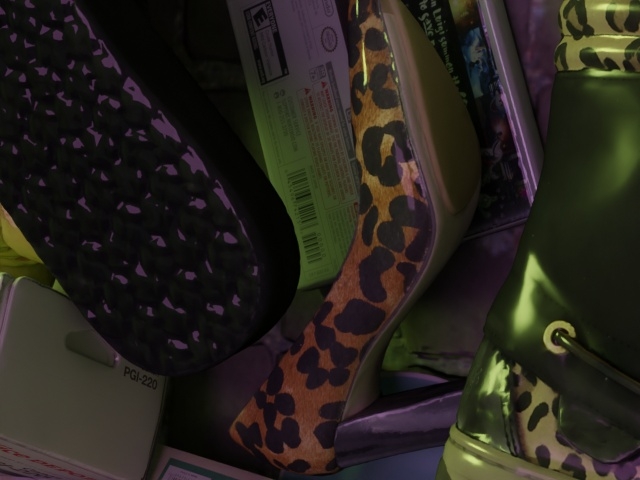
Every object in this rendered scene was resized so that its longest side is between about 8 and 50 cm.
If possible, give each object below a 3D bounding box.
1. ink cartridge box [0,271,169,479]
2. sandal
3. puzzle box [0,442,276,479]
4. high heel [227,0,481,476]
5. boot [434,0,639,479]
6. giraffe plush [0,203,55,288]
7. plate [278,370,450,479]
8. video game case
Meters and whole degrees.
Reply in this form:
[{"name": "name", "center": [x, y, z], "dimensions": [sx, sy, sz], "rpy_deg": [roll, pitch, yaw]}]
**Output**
[{"name": "ink cartridge box", "center": [-0.223, 0.084, 0.927], "dimensions": [0.218, 0.158, 0.092], "rpy_deg": [-3, 68, 32]}, {"name": "sandal", "center": [-0.159, -0.130, 0.862], "dimensions": [0.167, 0.107, 0.446], "rpy_deg": [-30, 92, 30]}, {"name": "puzzle box", "center": [-0.166, 0.242, 0.918], "dimensions": [0.409, 0.052, 0.272], "rpy_deg": [11, 61, 38]}, {"name": "high heel", "center": [0.000, 0.000, 0.848], "dimensions": [0.186, 0.093, 0.261], "rpy_deg": [-14, 93, 27]}, {"name": "boot", "center": [0.248, 0.024, 0.691], "dimensions": [0.377, 0.138, 0.284], "rpy_deg": [10, 92, 27]}, {"name": "giraffe plush", "center": [-0.190, -0.014, 0.981], "dimensions": [0.181, 0.210, 0.170], "rpy_deg": [51, 149, 12]}, {"name": "plate", "center": [0.056, 0.168, 0.891], "dimensions": [0.188, 0.024, 0.188], "rpy_deg": [1, 91, 33]}, {"name": "video game case", "center": [0.036, -0.083, 0.896], "dimensions": [0.173, 0.022, 0.190], "rpy_deg": [-19, 81, 33]}]
